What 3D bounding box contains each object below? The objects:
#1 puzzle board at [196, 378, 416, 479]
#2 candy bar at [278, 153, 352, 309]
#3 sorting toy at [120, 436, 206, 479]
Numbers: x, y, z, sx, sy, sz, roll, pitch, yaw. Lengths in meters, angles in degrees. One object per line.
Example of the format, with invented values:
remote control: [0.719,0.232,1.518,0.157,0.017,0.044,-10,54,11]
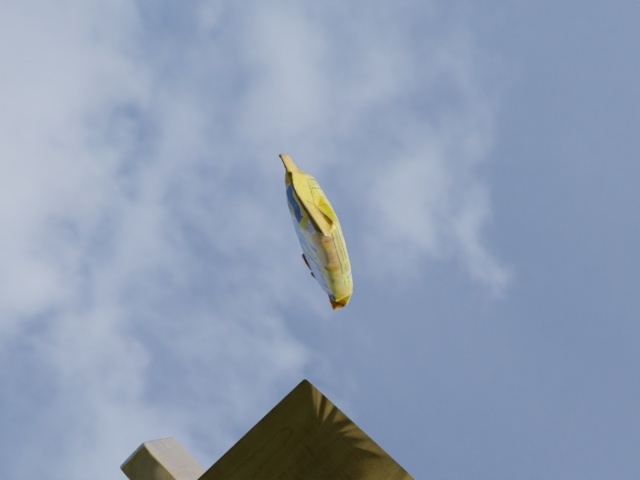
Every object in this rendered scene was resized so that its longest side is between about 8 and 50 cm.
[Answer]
puzzle board: [-0.020,0.158,0.739,0.096,0.011,0.128,41,-112,17]
candy bar: [0.000,0.000,0.584,0.018,0.161,0.040,-29,-105,-4]
sorting toy: [-0.067,0.274,0.927,0.089,0.257,0.255,-43,-95,-7]
